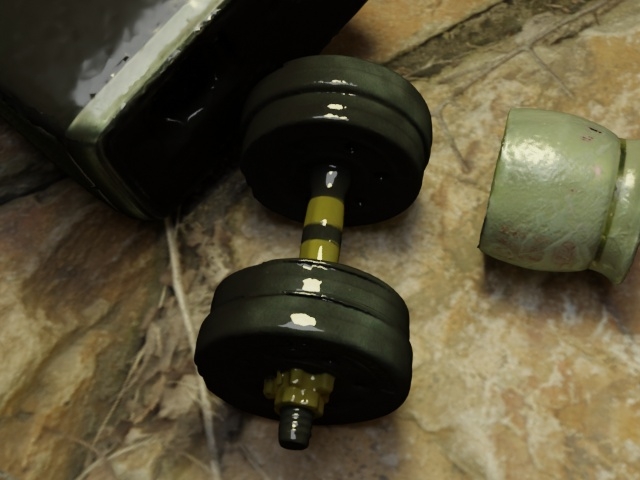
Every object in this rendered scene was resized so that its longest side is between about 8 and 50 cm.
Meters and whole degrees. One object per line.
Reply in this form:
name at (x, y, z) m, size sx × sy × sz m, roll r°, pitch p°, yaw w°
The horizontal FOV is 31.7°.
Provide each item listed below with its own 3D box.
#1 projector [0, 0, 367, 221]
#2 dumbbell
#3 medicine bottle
projector at (-0.201, -0.288, 1.101) m, size 0.405 × 0.242 × 0.395 m, roll 39°, pitch 82°, yaw 19°
dumbbell at (0.000, 0.000, 0.990) m, size 0.185 × 0.185 × 0.388 m, roll 5°, pitch 57°, yaw 5°
medicine bottle at (0.227, -0.041, 1.031) m, size 0.143 × 0.147 × 0.147 m, roll 12°, pitch 58°, yaw 7°
